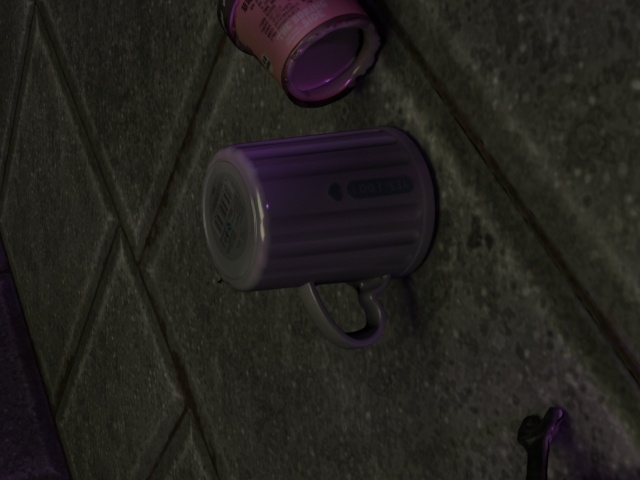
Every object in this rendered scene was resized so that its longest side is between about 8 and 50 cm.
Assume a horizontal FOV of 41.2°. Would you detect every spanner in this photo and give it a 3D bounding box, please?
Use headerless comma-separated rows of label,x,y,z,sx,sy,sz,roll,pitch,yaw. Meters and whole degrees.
spanner,0.171,0.220,0.682,0.015,0.254,0.054,39,122,-7

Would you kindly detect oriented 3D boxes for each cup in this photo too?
cup,0.004,-0.012,0.879,0.221,0.201,0.167,61,143,32

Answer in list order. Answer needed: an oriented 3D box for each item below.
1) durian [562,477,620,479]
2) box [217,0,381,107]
durian,0.211,0.292,0.597,0.306,0.166,0.172,-69,-13,-50
box,-0.016,-0.233,0.930,0.135,0.151,0.151,55,138,24
